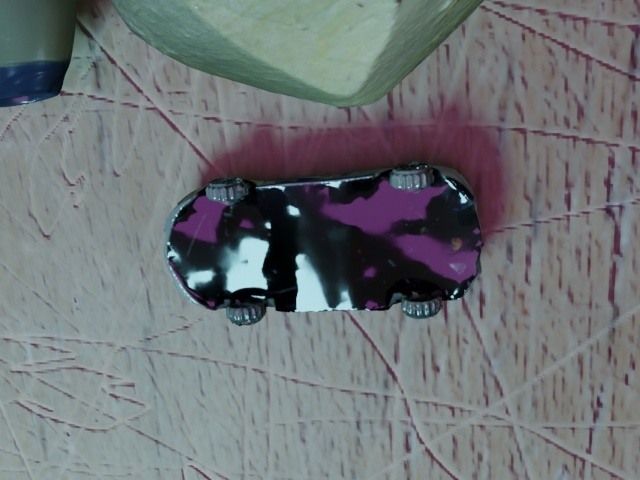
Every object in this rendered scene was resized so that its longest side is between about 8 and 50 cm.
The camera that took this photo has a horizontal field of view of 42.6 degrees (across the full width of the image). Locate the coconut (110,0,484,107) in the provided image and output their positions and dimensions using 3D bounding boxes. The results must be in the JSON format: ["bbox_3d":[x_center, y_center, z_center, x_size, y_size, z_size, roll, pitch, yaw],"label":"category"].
[{"bbox_3d":[-0.011,-0.183,0.365,0.245,0.245,0.247,43,108,-6],"label":"coconut"}]

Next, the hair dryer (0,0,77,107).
[{"bbox_3d":[-0.267,-0.240,0.477,0.298,0.119,0.296,15,105,18],"label":"hair dryer"}]

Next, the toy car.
[{"bbox_3d":[0.000,0.000,0.524,0.205,0.056,0.095,-3,108,15],"label":"toy car"}]
